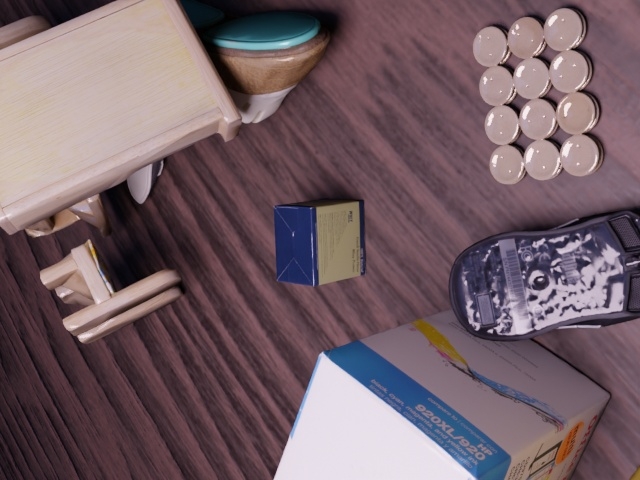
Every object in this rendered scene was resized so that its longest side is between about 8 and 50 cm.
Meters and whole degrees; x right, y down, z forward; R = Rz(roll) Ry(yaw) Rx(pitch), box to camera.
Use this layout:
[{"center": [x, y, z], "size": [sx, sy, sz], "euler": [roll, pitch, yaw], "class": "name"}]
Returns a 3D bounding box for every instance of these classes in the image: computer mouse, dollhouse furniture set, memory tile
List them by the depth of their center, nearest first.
[{"center": [0.245, 0.061, 0.776], "size": [0.262, 0.060, 0.184], "euler": [-21, 79, 32], "class": "computer mouse"}, {"center": [0.194, -0.127, 0.819], "size": [0.113, 0.012, 0.148], "euler": [-6, 93, 44], "class": "memory tile"}, {"center": [-0.257, -0.107, 1.075], "size": [0.362, 0.256, 0.394], "euler": [62, 168, 5], "class": "dollhouse furniture set"}]

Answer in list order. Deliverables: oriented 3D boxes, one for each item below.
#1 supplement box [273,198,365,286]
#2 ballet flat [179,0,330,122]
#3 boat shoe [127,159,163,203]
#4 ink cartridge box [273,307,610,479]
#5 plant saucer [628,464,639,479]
[{"center": [0.000, 0.000, 0.976], "size": [0.056, 0.083, 0.083], "euler": [6, 102, 43], "class": "supplement box"}, {"center": [-0.109, -0.202, 1.039], "size": [0.342, 0.116, 0.124], "euler": [20, 131, 40], "class": "ballet flat"}, {"center": [-0.227, -0.102, 1.205], "size": [0.046, 0.038, 0.125], "euler": [37, 136, 24], "class": "boat shoe"}, {"center": [0.107, 0.184, 0.805], "size": [0.168, 0.233, 0.171], "euler": [34, 119, 32], "class": "ink cartridge box"}, {"center": [0.316, 0.290, 0.606], "size": [0.333, 0.081, 0.333], "euler": [48, 164, 27], "class": "plant saucer"}]
